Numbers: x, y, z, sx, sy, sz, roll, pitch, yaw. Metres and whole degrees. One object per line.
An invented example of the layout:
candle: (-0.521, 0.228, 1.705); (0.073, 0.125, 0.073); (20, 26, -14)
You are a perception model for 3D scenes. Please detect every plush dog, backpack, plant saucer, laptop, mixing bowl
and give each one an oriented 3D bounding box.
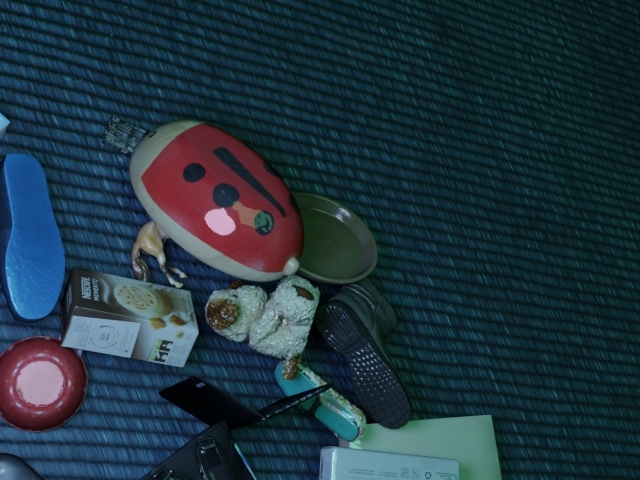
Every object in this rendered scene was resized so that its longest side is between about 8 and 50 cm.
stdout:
plush dog: (-0.132, 0.165, 1.884); (0.225, 0.262, 0.211); (16, 94, 1)
backpack: (-0.203, 0.577, 1.689); (0.355, 0.273, 0.290); (47, 44, 8)
plant saucer: (0.000, 0.000, 2.054); (0.278, 0.041, 0.278); (16, 42, -15)
laptop: (-0.151, 0.300, 1.805); (0.264, 0.234, 0.137); (-21, 85, -32)
mixing bowl: (-0.523, 0.266, 1.669); (0.181, 0.098, 0.181); (3, 80, -17)

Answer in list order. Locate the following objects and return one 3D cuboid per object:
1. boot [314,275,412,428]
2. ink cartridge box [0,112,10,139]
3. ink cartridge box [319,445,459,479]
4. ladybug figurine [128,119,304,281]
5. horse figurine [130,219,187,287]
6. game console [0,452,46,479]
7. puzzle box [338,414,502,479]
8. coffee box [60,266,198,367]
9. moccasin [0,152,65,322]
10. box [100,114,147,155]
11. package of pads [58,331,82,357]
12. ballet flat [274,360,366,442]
boot: (0.135, 0.237, 2.037); (0.338, 0.118, 0.223); (62, 29, -8)
ink cartridge box: (-0.704, -0.242, 1.768); (0.143, 0.092, 0.090); (45, 57, -9)
ink cartridge box: (0.144, 0.617, 1.899); (0.324, 0.071, 0.330); (13, 71, -25)
ladybug figurine: (-0.201, -0.099, 1.881); (0.449, 0.162, 0.305); (41, 41, 11)
horse figurine: (-0.320, -0.006, 1.917); (0.174, 0.066, 0.263); (45, 58, -9)
game console: (-0.570, 0.594, 1.527); (0.342, 0.060, 0.386); (39, 58, 7)
puzzle box: (0.238, 0.545, 2.046); (0.409, 0.052, 0.272); (3, 72, -28)
coffee box: (-0.380, 0.152, 1.775); (0.246, 0.098, 0.141); (14, 27, -25)
moccasin: (-0.574, 0.001, 1.749); (0.137, 0.117, 0.342); (10, 63, -39)
box: (-0.428, -0.227, 1.961); (0.083, 0.018, 0.067); (23, 63, -21)
package of pads: (-0.494, 0.211, 1.765); (0.050, 0.032, 0.083); (21, 64, -21)
ballet flat: (0.003, 0.347, 1.958); (0.241, 0.091, 0.077); (41, 24, 12)
